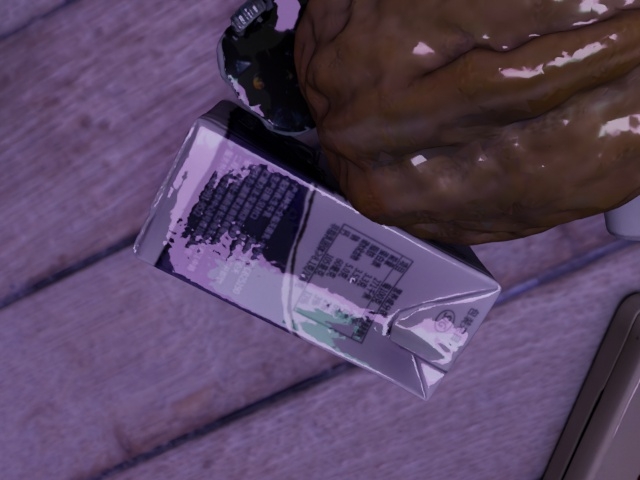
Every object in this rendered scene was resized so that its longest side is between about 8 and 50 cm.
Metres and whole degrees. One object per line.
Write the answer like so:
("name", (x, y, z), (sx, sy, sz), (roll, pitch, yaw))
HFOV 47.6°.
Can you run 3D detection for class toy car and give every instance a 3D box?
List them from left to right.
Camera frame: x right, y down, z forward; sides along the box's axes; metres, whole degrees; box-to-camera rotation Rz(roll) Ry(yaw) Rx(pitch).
("toy car", (0.021, -0.159, 0.495), (0.205, 0.056, 0.095), (-45, 101, -10))

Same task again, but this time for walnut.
("walnut", (0.096, -0.098, 0.377), (0.245, 0.198, 0.198), (-12, 109, 37))

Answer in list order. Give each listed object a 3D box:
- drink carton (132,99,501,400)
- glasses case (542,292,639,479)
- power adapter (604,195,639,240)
("drink carton", (0.001, 0.000, 0.509), (0.222, 0.134, 0.102), (27, 102, -8))
("glasses case", (0.265, 0.205, 0.603), (0.131, 0.070, 0.313), (16, 105, -5))
("power adapter", (0.277, -0.082, 0.472), (0.187, 0.124, 0.255), (-6, 109, 30))
